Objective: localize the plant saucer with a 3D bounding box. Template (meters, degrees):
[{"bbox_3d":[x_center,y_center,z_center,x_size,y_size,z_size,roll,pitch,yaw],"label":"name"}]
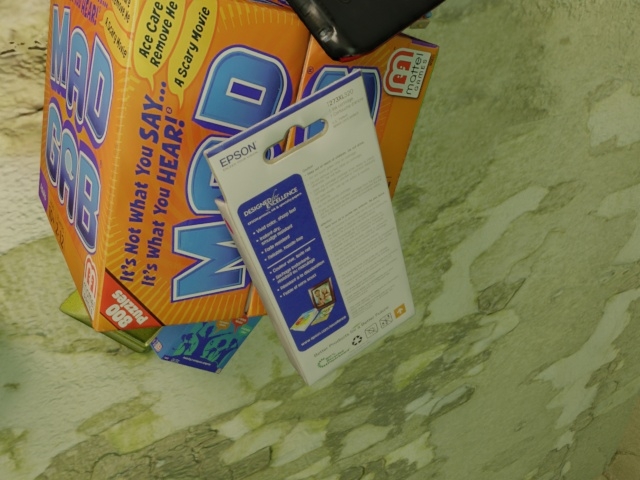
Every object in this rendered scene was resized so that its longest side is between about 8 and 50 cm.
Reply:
[{"bbox_3d":[-0.308,0.103,1.053,0.188,0.045,0.188,-46,133,-1],"label":"plant saucer"}]

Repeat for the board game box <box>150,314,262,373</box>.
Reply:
[{"bbox_3d":[-0.182,0.135,1.108,0.210,0.047,0.160,-53,143,3],"label":"board game box"}]

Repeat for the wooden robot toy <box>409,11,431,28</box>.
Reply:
[{"bbox_3d":[0.113,-0.405,1.015,0.173,0.076,0.079,1,82,-34],"label":"wooden robot toy"}]

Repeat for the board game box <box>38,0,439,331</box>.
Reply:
[{"bbox_3d":[-0.137,-0.144,0.797,0.356,0.356,0.357,-2,119,-34],"label":"board game box"}]

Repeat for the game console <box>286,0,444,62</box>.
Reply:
[{"bbox_3d":[0.011,-0.406,0.647,0.386,0.060,0.342,51,53,-6],"label":"game console"}]

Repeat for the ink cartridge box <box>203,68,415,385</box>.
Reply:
[{"bbox_3d":[0.000,0.000,0.696,0.175,0.069,0.371,-31,134,-14],"label":"ink cartridge box"}]
